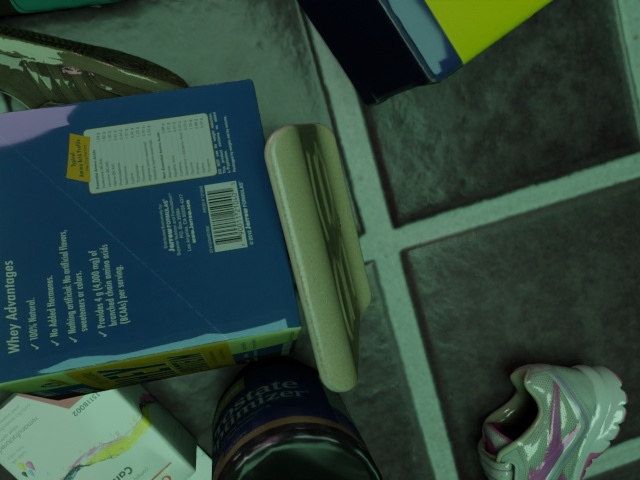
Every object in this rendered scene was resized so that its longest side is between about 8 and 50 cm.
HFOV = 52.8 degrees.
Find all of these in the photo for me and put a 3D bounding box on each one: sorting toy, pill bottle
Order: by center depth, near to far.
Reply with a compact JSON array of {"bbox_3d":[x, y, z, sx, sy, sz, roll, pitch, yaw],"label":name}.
[{"bbox_3d":[0.000,0.000,0.535,0.038,0.208,0.192,-12,99,11],"label":"sorting toy"},{"bbox_3d":[-0.029,0.173,0.539,0.123,0.219,0.122,-1,97,-9],"label":"pill bottle"}]

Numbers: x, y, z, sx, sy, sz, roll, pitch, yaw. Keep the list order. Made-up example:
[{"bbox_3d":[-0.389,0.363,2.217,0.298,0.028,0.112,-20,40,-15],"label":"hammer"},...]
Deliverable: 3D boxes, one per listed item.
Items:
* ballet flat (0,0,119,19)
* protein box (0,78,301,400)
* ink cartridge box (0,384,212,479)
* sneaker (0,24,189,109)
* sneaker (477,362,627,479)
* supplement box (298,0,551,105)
[{"bbox_3d":[-0.269,-0.228,0.531,0.241,0.091,0.077,-8,68,-12],"label":"ballet flat"},{"bbox_3d":[-0.135,0.004,0.509,0.201,0.136,0.199,-10,74,-7],"label":"protein box"},{"bbox_3d":[-0.194,0.197,0.593,0.115,0.067,0.198,-42,101,-3],"label":"ink cartridge box"},{"bbox_3d":[-0.211,-0.132,0.560,0.189,0.066,0.071,14,113,-7],"label":"sneaker"},{"bbox_3d":[0.205,0.232,0.652,0.111,0.103,0.252,19,87,-7],"label":"sneaker"},{"bbox_3d":[0.151,-0.293,0.520,0.357,0.194,0.195,-36,101,-3],"label":"supplement box"}]
